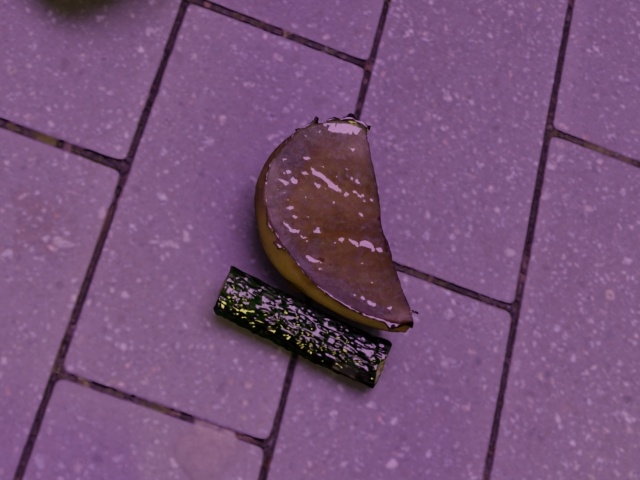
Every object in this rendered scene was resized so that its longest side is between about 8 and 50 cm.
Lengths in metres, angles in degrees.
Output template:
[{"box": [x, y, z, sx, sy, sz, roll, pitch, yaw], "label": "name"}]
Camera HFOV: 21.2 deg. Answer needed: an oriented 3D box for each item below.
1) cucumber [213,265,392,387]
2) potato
[{"box": [-0.017, 0.088, 1.718, 0.187, 0.058, 0.058, 27, 55, -5], "label": "cucumber"}, {"box": [0.000, 0.000, 1.754, 0.138, 0.098, 0.243, -4, 65, -20], "label": "potato"}]
